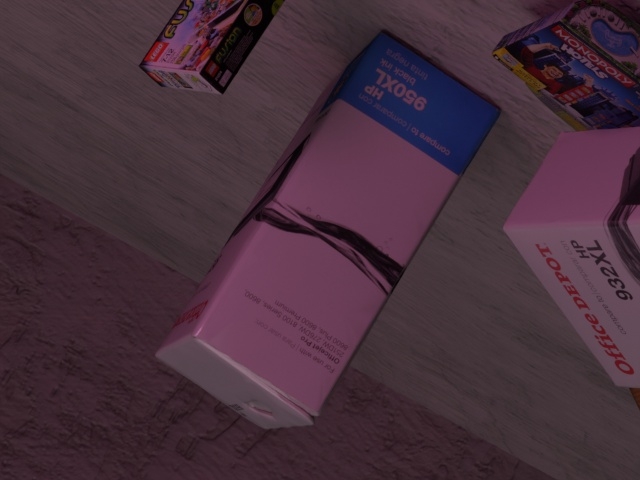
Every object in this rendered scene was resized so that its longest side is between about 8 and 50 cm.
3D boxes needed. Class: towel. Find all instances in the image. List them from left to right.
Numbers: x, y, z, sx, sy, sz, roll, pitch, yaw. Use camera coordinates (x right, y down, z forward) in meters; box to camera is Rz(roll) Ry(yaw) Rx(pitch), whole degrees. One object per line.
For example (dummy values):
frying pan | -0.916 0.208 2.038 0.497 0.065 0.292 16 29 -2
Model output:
towel | 0.248 -0.136 1.641 0.083 0.009 0.060 37 166 -17

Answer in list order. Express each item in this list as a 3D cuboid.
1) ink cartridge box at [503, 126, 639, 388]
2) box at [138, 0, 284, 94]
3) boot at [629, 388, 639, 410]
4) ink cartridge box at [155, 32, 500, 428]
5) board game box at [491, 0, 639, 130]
ink cartridge box | 0.345 0.018 1.398 0.307 0.129 0.223 -1 135 49
box | -0.082 -0.236 1.588 0.036 0.207 0.114 42 163 -35
boot | 0.389 0.096 1.799 0.295 0.104 0.211 127 126 -71
ink cartridge box | 0.000 0.000 1.830 0.166 0.395 0.285 33 165 -7
board game box | 0.276 -0.147 1.441 0.194 0.060 0.194 35 164 -13
